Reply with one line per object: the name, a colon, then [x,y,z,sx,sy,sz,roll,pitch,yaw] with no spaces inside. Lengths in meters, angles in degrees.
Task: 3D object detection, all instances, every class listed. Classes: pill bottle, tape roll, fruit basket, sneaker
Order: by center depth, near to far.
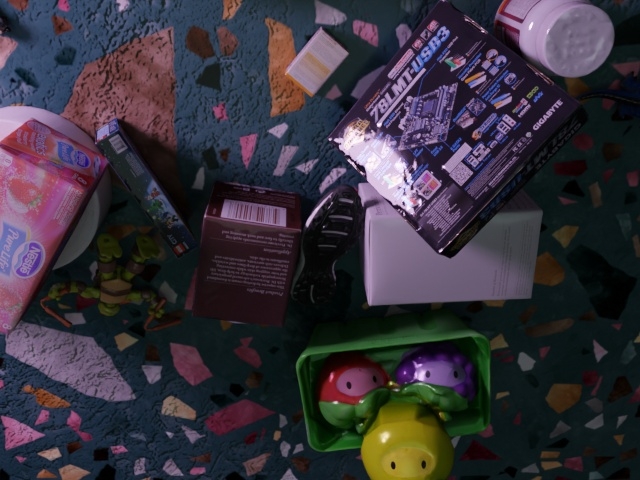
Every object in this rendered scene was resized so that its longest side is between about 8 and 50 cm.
pill bottle: [0.356,-0.323,0.992,0.121,0.221,0.121,-1,116,-2]
tape roll: [-0.522,-0.087,1.133,0.287,0.100,0.286,-1,117,-3]
sneaker: [0.000,0.000,1.168,0.100,0.108,0.271,7,133,-17]
fruit basket: [0.148,0.323,1.222,0.393,0.392,0.282,-7,116,1]

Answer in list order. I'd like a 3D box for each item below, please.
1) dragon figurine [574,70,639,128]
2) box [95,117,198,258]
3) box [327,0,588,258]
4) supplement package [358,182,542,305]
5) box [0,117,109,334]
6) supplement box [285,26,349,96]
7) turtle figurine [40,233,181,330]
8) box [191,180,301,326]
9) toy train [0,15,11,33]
dragon figurine: [0.580,-0.229,1.093,0.290,0.144,0.085,5,115,-5]
box: [-0.299,-0.092,1.105,0.044,0.159,0.233,-33,114,-7]
box: [0.199,-0.176,1.006,0.295,0.293,0.073,-49,150,16]
supplement package: [0.222,-0.003,1.167,0.293,0.177,0.175,-3,116,-2]
box: [-0.480,-0.022,1.027,0.142,0.154,0.299,30,110,-16]
supplement box: [-0.006,-0.302,1.087,0.062,0.036,0.098,38,109,-18]
turtle figurine: [-0.377,0.080,1.228,0.270,0.087,0.217,13,131,-22]
box: [-0.132,0.022,1.168,0.169,0.167,0.203,9,115,-8]
toy train: [-0.567,-0.386,1.024,0.158,0.027,0.036,41,111,-19]
